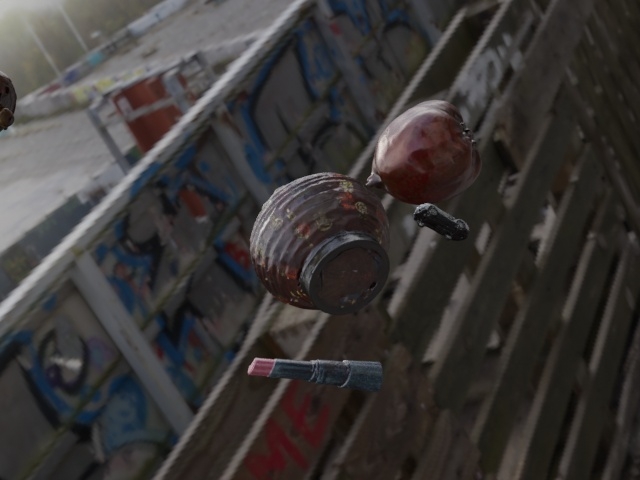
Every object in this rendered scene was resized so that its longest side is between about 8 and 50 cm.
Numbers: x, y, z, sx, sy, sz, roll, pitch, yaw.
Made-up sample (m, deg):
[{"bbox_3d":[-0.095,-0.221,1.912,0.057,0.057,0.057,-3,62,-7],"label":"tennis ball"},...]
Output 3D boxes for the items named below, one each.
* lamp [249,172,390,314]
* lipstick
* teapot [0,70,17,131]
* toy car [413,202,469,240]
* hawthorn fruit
[{"bbox_3d":[0.000,0.000,1.652,0.247,0.247,0.247,-25,23,11],"label":"lamp"},{"bbox_3d":[-0.011,0.230,1.790,0.234,0.053,0.053,5,18,-14],"label":"lipstick"},{"bbox_3d":[-0.481,-0.197,1.502,0.098,0.078,0.129,-46,-17,-27],"label":"teapot"},{"bbox_3d":[0.187,-0.028,1.580,0.041,0.093,0.025,-41,31,49],"label":"toy car"},{"bbox_3d":[0.191,-0.163,2.067,0.248,0.208,0.208,-24,23,13],"label":"hawthorn fruit"}]
